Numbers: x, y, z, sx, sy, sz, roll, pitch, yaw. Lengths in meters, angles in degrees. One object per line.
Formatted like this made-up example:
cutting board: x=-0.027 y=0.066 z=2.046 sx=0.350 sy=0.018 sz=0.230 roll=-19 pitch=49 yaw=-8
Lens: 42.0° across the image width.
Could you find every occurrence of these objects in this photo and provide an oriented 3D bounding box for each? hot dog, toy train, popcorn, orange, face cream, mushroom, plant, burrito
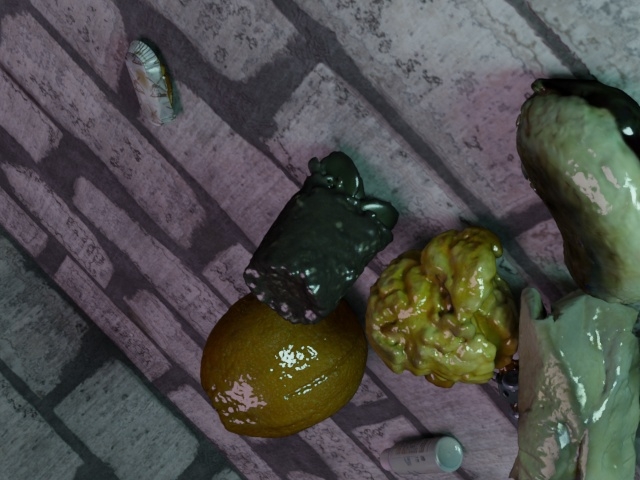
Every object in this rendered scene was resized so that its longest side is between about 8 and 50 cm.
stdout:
hot dog: x=-0.343 y=-0.317 z=1.690 sx=0.099 sy=0.053 sz=0.192 roll=19 pitch=138 yaw=35
toy train: x=0.395 y=0.253 z=1.428 sx=0.219 sy=0.127 sz=0.089 roll=16 pitch=132 yaw=45
popcorn: x=0.214 y=0.121 z=1.406 sx=0.265 sy=0.225 sz=0.332 roll=43 pitch=138 yaw=12
orange: x=-0.079 y=0.256 z=1.766 sx=0.322 sy=0.357 sz=0.322 roll=44 pitch=157 yaw=25
face cream: x=0.229 y=0.512 z=1.977 sx=0.082 sy=0.082 sz=0.269 roll=48 pitch=150 yaw=-6
mushroom: x=0.360 y=-0.044 z=1.100 sx=0.247 sy=0.130 sz=0.344 roll=18 pitch=141 yaw=50
plant: x=0.000 y=0.000 z=1.458 sx=0.199 sy=0.276 sz=0.188 roll=37 pitch=154 yaw=-5
burrito: x=0.385 y=0.237 z=1.270 sx=0.190 sy=0.135 sz=0.331 roll=3 pitch=102 yaw=22

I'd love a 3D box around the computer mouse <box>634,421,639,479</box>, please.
computer mouse: x=0.559 y=0.342 z=1.351 sx=0.184 sy=0.121 sz=0.297 roll=56 pitch=161 yaw=-4
